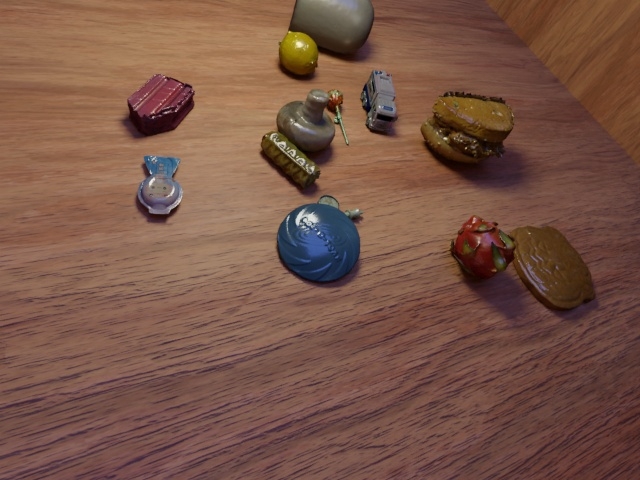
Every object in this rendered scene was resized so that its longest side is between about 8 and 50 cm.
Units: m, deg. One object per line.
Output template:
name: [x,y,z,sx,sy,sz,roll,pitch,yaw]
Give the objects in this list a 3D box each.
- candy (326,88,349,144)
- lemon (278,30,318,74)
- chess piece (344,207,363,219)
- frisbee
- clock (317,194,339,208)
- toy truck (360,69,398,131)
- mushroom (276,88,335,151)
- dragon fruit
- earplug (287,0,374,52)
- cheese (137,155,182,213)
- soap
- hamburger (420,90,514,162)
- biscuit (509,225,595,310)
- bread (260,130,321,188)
candy: [0.088,-0.543,1.821,0.084,0.078,0.288,4,63,-42]
lemon: [-0.097,-0.852,1.891,0.206,0.173,0.173,37,49,-21]
chess piece: [0.100,-0.092,1.519,0.149,0.059,0.059,-11,61,-34]
frisbee: [0.000,-0.002,1.380,0.289,0.049,0.289,5,67,-11]
clock: [0.030,-0.134,1.539,0.085,0.017,0.085,10,55,-14]
toy truck: [0.276,-0.639,1.891,0.124,0.155,0.268,7,55,-16]
mushroom: [-0.047,-0.481,1.620,0.243,0.243,0.243,10,54,-14]
dragon fruit: [0.600,0.026,1.523,0.227,0.224,0.224,48,54,6]
earplug: [0.065,-1.112,2.040,0.394,0.312,0.313,17,53,-10]
cheese: [-0.521,-0.185,1.346,0.135,0.052,0.245,2,57,-19]
soap: [-0.588,-0.493,1.504,0.162,0.099,0.250,25,52,-3]
hamburger: [0.682,-0.473,1.858,0.445,0.268,0.287,-2,56,-27]
biscuit: [0.954,0.100,1.697,0.365,0.062,0.385,-3,59,-23]
bread: [-0.119,-0.313,1.562,0.269,0.098,0.087,43,25,11]
